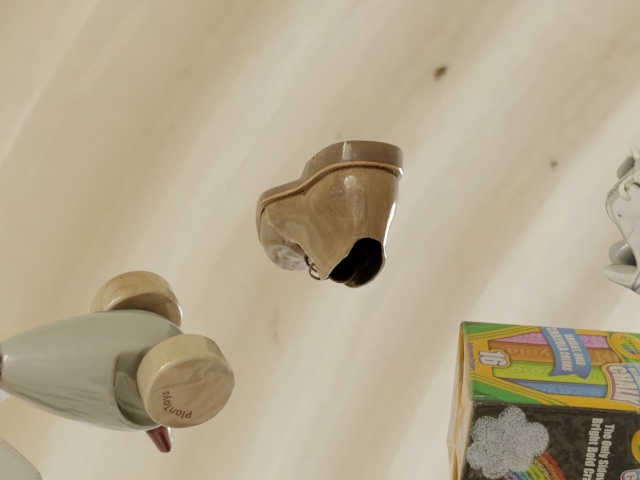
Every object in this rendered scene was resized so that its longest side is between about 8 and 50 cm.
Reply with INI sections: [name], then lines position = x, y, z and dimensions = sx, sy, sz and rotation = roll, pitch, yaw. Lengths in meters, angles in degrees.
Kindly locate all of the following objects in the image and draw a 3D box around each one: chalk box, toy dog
[chalk box]
position = 0.292, 0.213, 1.550
dimensions = 0.289, 0.179, 0.180
rotation = 5, -65, -1
[toy dog]
position = -0.241, 0.144, 1.234
dimensions = 0.334, 0.220, 0.161
rotation = 0, -60, -3

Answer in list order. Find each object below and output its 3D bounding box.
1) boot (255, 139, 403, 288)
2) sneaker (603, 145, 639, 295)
[boot]
position = 0.000, 0.000, 1.428
dimensions = 0.112, 0.115, 0.305
rotation = 5, -16, -16
[sneaker]
position = 0.281, -0.041, 1.054
dimensions = 0.129, 0.111, 0.297
rotation = 15, -43, 15
